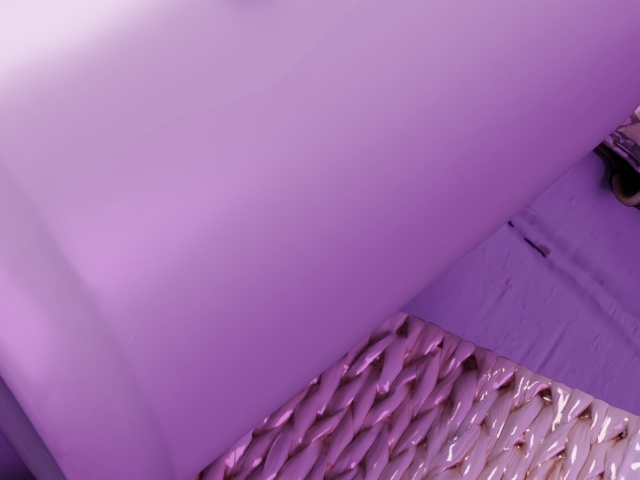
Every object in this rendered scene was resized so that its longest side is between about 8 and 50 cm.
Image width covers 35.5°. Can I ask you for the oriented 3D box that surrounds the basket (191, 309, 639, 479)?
[{"bbox_3d":[0.043,0.261,0.703,0.328,0.266,0.331,-54,159,-25],"label":"basket"}]

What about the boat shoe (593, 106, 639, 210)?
[{"bbox_3d":[0.322,-0.066,0.998,0.073,0.080,0.223,-48,126,-3],"label":"boat shoe"}]

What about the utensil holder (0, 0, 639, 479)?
[{"bbox_3d":[-0.053,-0.086,0.540,0.385,0.327,0.328,-36,128,-23],"label":"utensil holder"}]
